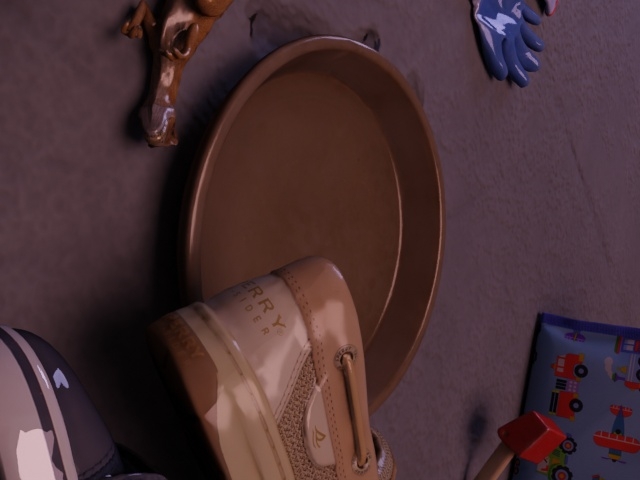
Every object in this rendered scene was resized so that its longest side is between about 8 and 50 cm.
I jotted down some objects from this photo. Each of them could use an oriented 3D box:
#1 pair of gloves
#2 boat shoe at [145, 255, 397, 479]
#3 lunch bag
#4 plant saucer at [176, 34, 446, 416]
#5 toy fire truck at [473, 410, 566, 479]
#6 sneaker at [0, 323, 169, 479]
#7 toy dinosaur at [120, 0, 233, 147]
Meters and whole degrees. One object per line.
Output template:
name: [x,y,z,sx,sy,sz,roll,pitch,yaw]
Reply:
pair of gloves: [0.189,-0.252,0.815,0.159,0.023,0.198,50,58,-41]
boat shoe: [0.003,0.161,0.514,0.110,0.121,0.341,-28,132,-19]
lunch bag: [0.361,0.208,0.867,0.138,0.293,0.221,20,79,-50]
plant saucer: [0.000,0.000,0.601,0.277,0.041,0.278,-8,100,-51]
toy fire truck: [0.167,0.265,0.792,0.192,0.135,0.047,-44,140,13]
sneaker: [-0.100,0.169,0.431,0.127,0.126,0.321,-23,123,-35]
toy dinosaur: [-0.065,-0.154,0.501,0.212,0.064,0.112,-59,153,-15]
